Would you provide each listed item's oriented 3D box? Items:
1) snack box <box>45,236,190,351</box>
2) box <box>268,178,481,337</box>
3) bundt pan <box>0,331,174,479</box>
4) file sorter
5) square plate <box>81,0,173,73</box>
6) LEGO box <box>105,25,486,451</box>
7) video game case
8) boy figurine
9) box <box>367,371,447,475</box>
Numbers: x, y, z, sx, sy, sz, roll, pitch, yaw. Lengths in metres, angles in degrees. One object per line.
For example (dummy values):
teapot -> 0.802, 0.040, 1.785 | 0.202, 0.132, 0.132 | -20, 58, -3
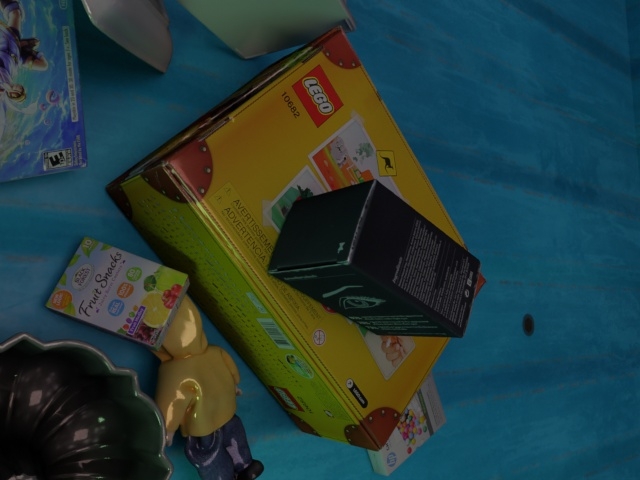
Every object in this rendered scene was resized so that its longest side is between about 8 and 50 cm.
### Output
snack box -> -0.250, 0.067, 0.710 | 0.141, 0.037, 0.100 | 21, 66, 1
box -> 0.069, 0.032, 0.696 | 0.207, 0.153, 0.108 | 34, 64, -32
bundt pan -> -0.336, 0.262, 0.601 | 0.331, 0.124, 0.330 | 5, 82, -39
file sorter -> -0.088, -0.402, 0.782 | 0.278, 0.193, 0.172 | 13, 68, -72
square plate -> -0.260, -0.381, 0.640 | 0.049, 0.347, 0.343 | -22, 100, -1
LEGO box -> 0.000, 0.000, 0.870 | 0.372, 0.193, 0.500 | -47, 113, -34
video game case -> -0.381, -0.185, 0.583 | 0.244, 0.061, 0.269 | -19, 127, -39
boy figurine -> -0.170, 0.211, 0.757 | 0.177, 0.092, 0.285 | -34, 105, -62
box -> 0.150, 0.319, 1.055 | 0.186, 0.038, 0.145 | -23, 99, -38
